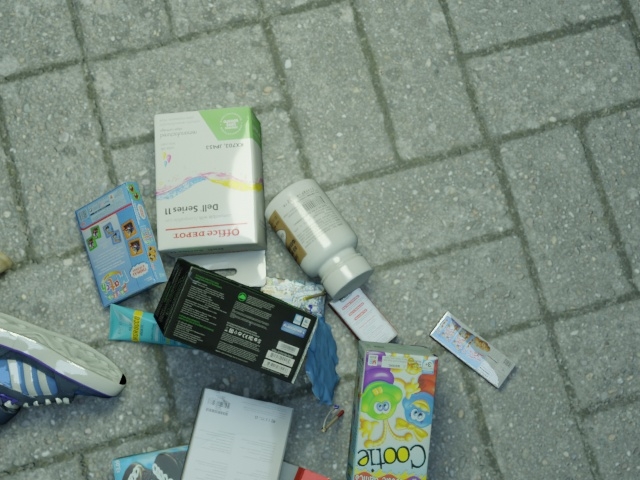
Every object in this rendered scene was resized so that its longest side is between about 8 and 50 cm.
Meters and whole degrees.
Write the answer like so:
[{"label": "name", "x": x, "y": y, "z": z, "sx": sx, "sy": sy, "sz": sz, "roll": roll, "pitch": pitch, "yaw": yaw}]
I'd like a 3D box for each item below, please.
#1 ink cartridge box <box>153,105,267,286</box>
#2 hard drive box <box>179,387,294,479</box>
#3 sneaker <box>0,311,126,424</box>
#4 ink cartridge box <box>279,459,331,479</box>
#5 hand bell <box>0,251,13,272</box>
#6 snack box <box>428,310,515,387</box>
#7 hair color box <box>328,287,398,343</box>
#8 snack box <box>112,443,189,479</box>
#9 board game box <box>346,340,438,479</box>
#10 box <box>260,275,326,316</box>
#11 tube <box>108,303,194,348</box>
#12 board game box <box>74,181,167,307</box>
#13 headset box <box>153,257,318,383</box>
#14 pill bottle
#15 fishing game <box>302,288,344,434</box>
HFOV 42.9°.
[{"label": "ink cartridge box", "x": -0.221, "y": -0.080, "z": 1.656, "sx": 0.207, "sy": 0.119, "sz": 0.354, "roll": -5, "pitch": 81, "yaw": 5}, {"label": "hard drive box", "x": -0.165, "y": 0.413, "z": 1.548, "sx": 0.181, "sy": 0.089, "sz": 0.232, "roll": 15, "pitch": 76, "yaw": -7}, {"label": "sneaker", "x": -0.573, "y": 0.301, "z": 1.600, "sx": 0.322, "sy": 0.130, "sz": 0.236, "roll": 26, "pitch": 97, "yaw": -10}, {"label": "ink cartridge box", "x": -0.086, "y": 0.509, "z": 1.611, "sx": 0.179, "sy": 0.045, "sz": 0.146, "roll": 21, "pitch": 81, "yaw": 4}, {"label": "hand bell", "x": -0.700, "y": 0.132, "z": 1.574, "sx": 0.126, "sy": 0.126, "sz": 0.242, "roll": 13, "pitch": 64, "yaw": 0}, {"label": "snack box", "x": 0.314, "y": 0.226, "z": 1.687, "sx": 0.178, "sy": 0.022, "sz": 0.064, "roll": 38, "pitch": 82, "yaw": 4}, {"label": "hair color box", "x": 0.087, "y": 0.161, "z": 1.678, "sx": 0.072, "sy": 0.043, "sz": 0.141, "roll": -39, "pitch": 85, "yaw": -8}, {"label": "snack box", "x": -0.286, "y": 0.568, "z": 1.583, "sx": 0.187, "sy": 0.060, "sz": 0.322, "roll": -10, "pitch": 81, "yaw": -4}, {"label": "board game box", "x": 0.136, "y": 0.345, "z": 1.576, "sx": 0.142, "sy": 0.144, "sz": 0.276, "roll": 6, "pitch": 91, "yaw": -2}, {"label": "box", "x": -0.059, "y": 0.128, "z": 1.685, "sx": 0.136, "sy": 0.027, "sz": 0.094, "roll": 8, "pitch": 79, "yaw": -1}, {"label": "tube", "x": -0.326, "y": 0.180, "z": 1.653, "sx": 0.207, "sy": 0.052, "sz": 0.080, "roll": 9, "pitch": 105, "yaw": 0}, {"label": "board game box", "x": -0.404, "y": 0.010, "z": 1.643, "sx": 0.160, "sy": 0.039, "sz": 0.212, "roll": -23, "pitch": 80, "yaw": 30}, {"label": "headset box", "x": -0.167, "y": 0.142, "z": 1.515, "sx": 0.246, "sy": 0.283, "sz": 0.131, "roll": 23, "pitch": 85, "yaw": -14}, {"label": "pill bottle", "x": 0.000, "y": 0.000, "z": 1.642, "sx": 0.131, "sy": 0.131, "sz": 0.229, "roll": -34, "pitch": 74, "yaw": -8}, {"label": "fishing game", "x": -0.005, "y": 0.234, "z": 1.595, "sx": 0.041, "sy": 0.189, "sz": 0.264, "roll": -9, "pitch": 93, "yaw": 17}]
